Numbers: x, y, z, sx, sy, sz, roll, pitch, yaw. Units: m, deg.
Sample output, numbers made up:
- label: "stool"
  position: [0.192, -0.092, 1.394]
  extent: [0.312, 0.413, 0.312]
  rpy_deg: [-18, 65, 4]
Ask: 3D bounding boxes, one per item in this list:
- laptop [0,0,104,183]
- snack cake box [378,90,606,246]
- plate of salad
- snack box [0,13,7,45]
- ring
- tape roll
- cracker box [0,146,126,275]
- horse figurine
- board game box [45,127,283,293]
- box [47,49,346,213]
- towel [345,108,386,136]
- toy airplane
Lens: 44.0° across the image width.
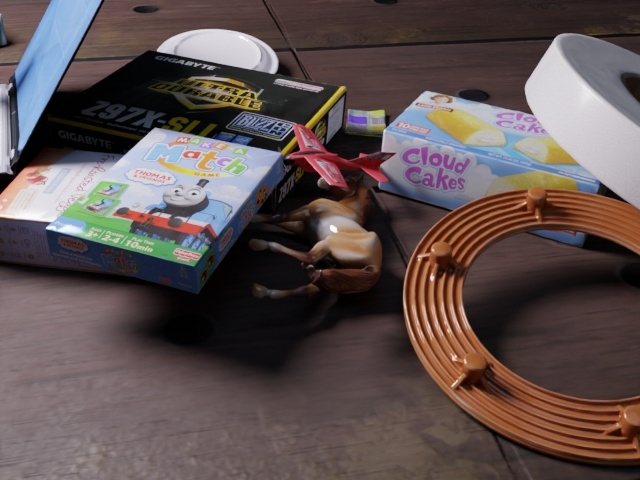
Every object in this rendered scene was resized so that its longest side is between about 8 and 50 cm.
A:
- label: "laptop"
  position: [-0.466, -0.241, 1.001]
  extent: [0.408, 0.236, 0.382]
  rpy_deg: [-10, 28, -17]
- label: "snack cake box"
  position: [0.224, -0.098, 0.997]
  extent: [0.264, 0.089, 0.152]
  rpy_deg: [17, 38, 20]
- label: "plate of salad"
  position: [-0.168, -0.287, 1.290]
  extent: [0.200, 0.048, 0.200]
  rpy_deg: [4, 44, -4]
- label: "snack box"
  position: [-0.724, -0.345, 1.328]
  extent: [0.322, 0.060, 0.187]
  rpy_deg: [-27, 43, -36]
- label: "ring"
  position: [0.248, 0.057, 0.761]
  extent: [0.336, 0.032, 0.336]
  rpy_deg: [-1, 45, 1]
- label: "tape roll"
  position: [0.424, -0.113, 0.927]
  extent: [0.392, 0.072, 0.392]
  rpy_deg: [20, 32, -13]
- label: "cracker box"
  position: [-0.230, -0.034, 0.891]
  extent: [0.232, 0.067, 0.156]
  rpy_deg: [6, 35, 4]
- label: "horse figurine"
  position: [0.000, 0.000, 0.850]
  extent: [0.174, 0.066, 0.263]
  rpy_deg: [0, 25, -17]
- label: "board game box"
  position: [-0.151, -0.040, 0.813]
  extent: [0.160, 0.039, 0.211]
  rpy_deg: [13, 38, 15]
- label: "box"
  position: [-0.158, -0.159, 1.076]
  extent: [0.322, 0.079, 0.257]
  rpy_deg: [14, 38, 16]
- label: "towel"
  position: [0.068, -0.175, 1.171]
  extent: [0.060, 0.009, 0.083]
  rpy_deg: [4, 34, 3]
- label: "toy airplane"
  position: [0.019, -0.095, 0.944]
  extent: [0.151, 0.028, 0.151]
  rpy_deg: [9, 33, -6]
